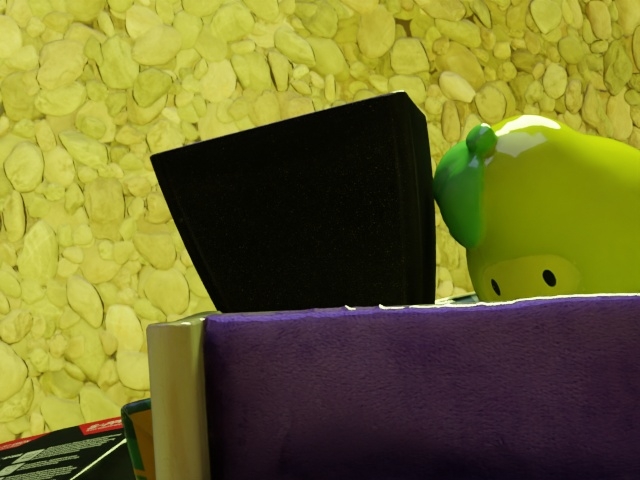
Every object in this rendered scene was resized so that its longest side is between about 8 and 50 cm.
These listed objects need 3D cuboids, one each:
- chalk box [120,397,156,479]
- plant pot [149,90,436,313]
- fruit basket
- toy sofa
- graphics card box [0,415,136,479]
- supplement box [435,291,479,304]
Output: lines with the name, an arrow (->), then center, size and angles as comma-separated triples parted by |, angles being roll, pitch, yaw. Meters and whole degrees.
chalk box -> -0.006, 0.174, 1.280 | 0.180, 0.179, 0.289 | -15, -3, 7
plant pot -> 0.000, 0.000, 1.328 | 0.187, 0.167, 0.188 | -14, -5, 7
fruit basket -> 0.246, 0.055, 1.401 | 0.392, 0.283, 0.392 | -4, -13, -1
toy sofa -> 0.086, 0.110, 1.017 | 0.362, 0.150, 0.177 | -3, 2, 8
graphics card box -> -0.286, 0.261, 1.425 | 0.233, 0.094, 0.371 | -15, 10, 32
supplement box -> 0.088, 0.165, 1.718 | 0.194, 0.195, 0.356 | -13, -5, -39
